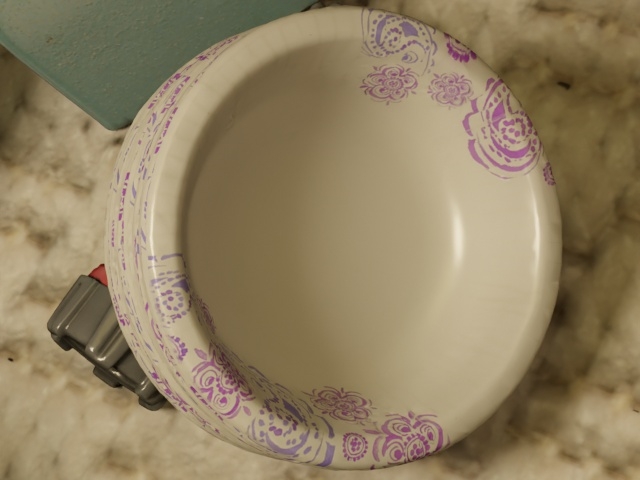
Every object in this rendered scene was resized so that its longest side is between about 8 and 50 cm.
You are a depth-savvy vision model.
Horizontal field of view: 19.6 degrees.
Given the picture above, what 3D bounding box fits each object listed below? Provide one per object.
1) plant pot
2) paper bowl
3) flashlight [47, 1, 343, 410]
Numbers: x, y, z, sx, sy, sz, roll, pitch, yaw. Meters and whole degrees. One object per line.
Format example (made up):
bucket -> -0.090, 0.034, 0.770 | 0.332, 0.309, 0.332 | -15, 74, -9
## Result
plant pot -> -0.161, -0.275, 1.321 | 0.247, 0.252, 0.248 | -30, 56, 23
paper bowl -> 0.000, 0.000, 1.181 | 0.284, 0.284, 0.148 | -54, 18, -16
flashlight -> -0.063, -0.031, 1.283 | 0.304, 0.103, 0.103 | -54, 22, -11
